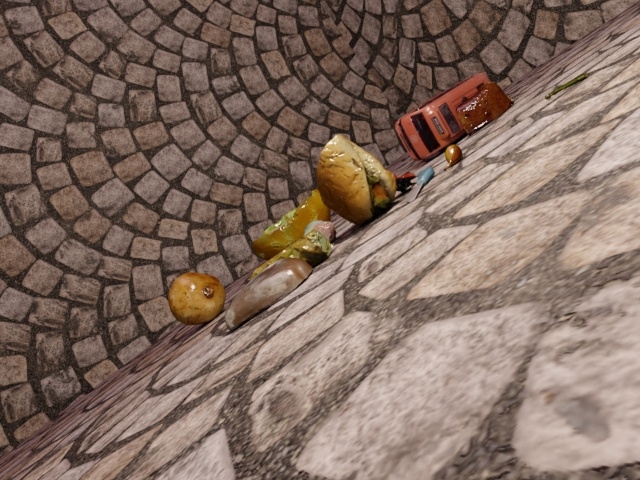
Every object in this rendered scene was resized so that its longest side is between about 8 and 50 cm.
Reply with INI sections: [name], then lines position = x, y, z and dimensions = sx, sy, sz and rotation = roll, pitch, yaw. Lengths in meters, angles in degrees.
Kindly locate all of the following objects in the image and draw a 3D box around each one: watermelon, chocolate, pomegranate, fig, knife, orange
[watermelon]
position = -0.008, 0.004, 1.680
dimensions = 0.094, 0.081, 0.180
rotation = -12, 35, 38
[chocolate]
position = -0.147, 0.124, 1.350
dimensions = 0.254, 0.080, 0.157
rotation = -35, 5, 14
[pomegranate]
position = -0.470, 0.215, 1.981
dimensions = 0.215, 0.215, 0.215
rotation = -36, 5, 3
[fig]
position = 0.363, -0.226, 1.435
dimensions = 0.083, 0.050, 0.050
rotation = -60, 15, -25
[knife]
position = 0.269, -0.146, 1.434
dimensions = 0.058, 0.032, 0.244
rotation = -31, 11, 36
[orange]
position = -0.097, -0.033, 1.900
dimensions = 0.335, 0.196, 0.262
rotation = -32, -10, 2

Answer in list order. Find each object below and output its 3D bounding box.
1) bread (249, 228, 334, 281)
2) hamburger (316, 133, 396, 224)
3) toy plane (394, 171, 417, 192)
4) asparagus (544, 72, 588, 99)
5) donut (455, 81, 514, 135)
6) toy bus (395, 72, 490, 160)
[bread]
position = -0.089, 0.068, 1.460
dimensions = 0.269, 0.087, 0.098
rotation = -33, 6, 23
[hamburger]
position = 0.118, -0.149, 1.525
dimensions = 0.162, 0.209, 0.330
rotation = -46, -29, -15
[toy plane]
position = 0.247, -0.178, 1.593
dimensions = 0.130, 0.061, 0.189
rotation = 4, 4, -18
[asparagus]
position = 0.629, -0.395, 1.332
dimensions = 0.018, 0.015, 0.127
rotation = -37, 4, -28
[donut]
position = 0.599, -0.487, 1.895
dimensions = 0.187, 0.126, 0.144
rotation = -34, 12, 27
[toy bus]
position = 0.517, -0.497, 2.083
dimensions = 0.427, 0.203, 0.233
rotation = -36, 9, -30
